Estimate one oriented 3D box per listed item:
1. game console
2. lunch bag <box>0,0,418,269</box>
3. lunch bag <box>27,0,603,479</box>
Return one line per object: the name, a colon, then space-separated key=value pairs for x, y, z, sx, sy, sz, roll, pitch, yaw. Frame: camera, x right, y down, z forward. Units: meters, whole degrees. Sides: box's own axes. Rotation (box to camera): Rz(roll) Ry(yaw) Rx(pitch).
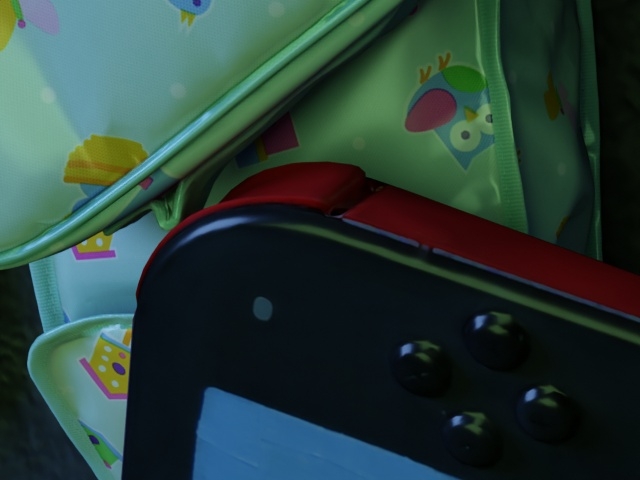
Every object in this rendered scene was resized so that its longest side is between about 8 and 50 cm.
game console: x=0.082 y=0.174 z=0.617 sx=0.342 sy=0.060 sz=0.387 roll=22 pitch=129 yaw=17
lunch bag: x=-0.065 y=-0.130 z=0.567 sx=0.279 sy=0.108 sz=0.224 roll=-36 pitch=96 yaw=21
lunch bag: x=0.000 y=0.000 z=0.699 sx=0.223 sy=0.160 sz=0.262 roll=-2 pitch=97 yaw=22
